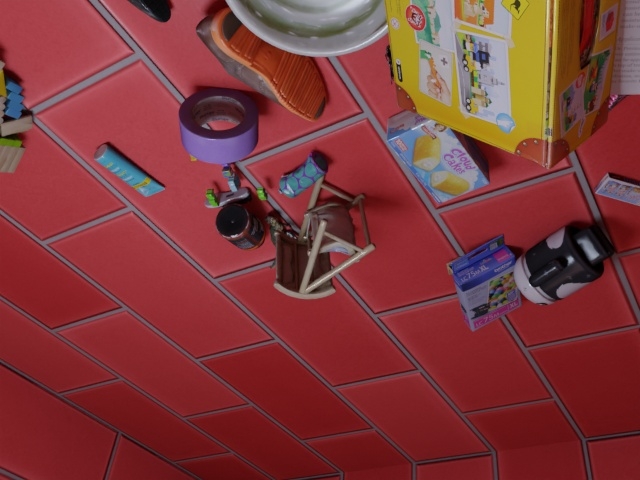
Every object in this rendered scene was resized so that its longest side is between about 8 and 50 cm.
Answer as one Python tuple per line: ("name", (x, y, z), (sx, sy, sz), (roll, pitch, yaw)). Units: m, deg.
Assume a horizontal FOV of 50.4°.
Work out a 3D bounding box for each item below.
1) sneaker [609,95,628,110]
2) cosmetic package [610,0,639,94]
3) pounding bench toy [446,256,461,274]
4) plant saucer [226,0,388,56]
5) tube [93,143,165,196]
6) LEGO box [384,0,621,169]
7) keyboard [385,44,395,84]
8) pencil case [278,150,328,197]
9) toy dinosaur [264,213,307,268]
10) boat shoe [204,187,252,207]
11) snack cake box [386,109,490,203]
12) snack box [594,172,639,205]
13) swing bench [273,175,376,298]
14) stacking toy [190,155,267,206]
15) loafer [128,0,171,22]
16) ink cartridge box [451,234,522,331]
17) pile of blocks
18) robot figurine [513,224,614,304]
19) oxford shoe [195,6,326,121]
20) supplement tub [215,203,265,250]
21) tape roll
("sneaker", (0.687, -0.335, 1.556), (0.057, 0.047, 0.119), (5, 143, -16))
("cosmetic package", (0.594, -0.469, 1.123), (0.230, 0.161, 0.453), (1, 140, 8))
("pounding bench toy", (0.435, 0.084, 2.075), (0.083, 0.065, 0.052), (-27, 136, -4))
("plant saucer", (-0.006, -0.556, 1.341), (0.400, 0.100, 0.400), (4, 139, 4))
("tube", (-0.535, -0.189, 1.898), (0.080, 0.052, 0.207), (-12, 144, 35))
("LEGO box", (0.299, -0.425, 1.168), (0.372, 0.193, 0.500), (33, 150, 39))
("keyboard", (0.189, -0.426, 1.532), (0.100, 0.038, 0.192), (-23, 135, -1))
("pencil case", (-0.047, -0.175, 1.827), (0.151, 0.064, 0.070), (-34, 101, 37))
("toy dinosaur", (-0.104, 0.009, 2.059), (0.118, 0.064, 0.268), (15, 142, 13))
("boat shoe", (-0.263, -0.113, 1.944), (0.142, 0.049, 0.040), (-12, 137, 18))
("snack cake box", (0.298, -0.223, 1.703), (0.152, 0.089, 0.264), (-22, 133, 31))
("snack box", (0.820, -0.129, 1.795), (0.178, 0.022, 0.064), (14, 140, -9))
("swing bench", (0.000, 0.000, 1.839), (0.165, 0.253, 0.255), (26, 120, -21))
("stacking toy", (-0.246, -0.189, 1.836), (0.167, 0.052, 0.221), (-4, 133, 15))
("loafer", (-0.395, -0.535, 1.463), (0.061, 0.062, 0.170), (-3, 141, 47))
("ink cartridge box", (0.508, 0.136, 2.069), (0.185, 0.065, 0.311), (-28, 134, -3))
("pile of blocks", (-0.830, -0.339, 1.732), (0.112, 0.149, 0.362), (43, 135, 24))
("robot figurine", (0.683, 0.071, 1.925), (0.209, 0.174, 0.278), (28, 131, -27))
("oxford shoe", (-0.126, -0.399, 1.560), (0.132, 0.130, 0.363), (11, 159, 48))
("supplement tub", (-0.221, -0.031, 1.957), (0.106, 0.106, 0.198), (-4, 164, 13))
("tape roll", (-0.243, -0.277, 1.636), (0.189, 0.189, 0.080), (6, 140, 1))
